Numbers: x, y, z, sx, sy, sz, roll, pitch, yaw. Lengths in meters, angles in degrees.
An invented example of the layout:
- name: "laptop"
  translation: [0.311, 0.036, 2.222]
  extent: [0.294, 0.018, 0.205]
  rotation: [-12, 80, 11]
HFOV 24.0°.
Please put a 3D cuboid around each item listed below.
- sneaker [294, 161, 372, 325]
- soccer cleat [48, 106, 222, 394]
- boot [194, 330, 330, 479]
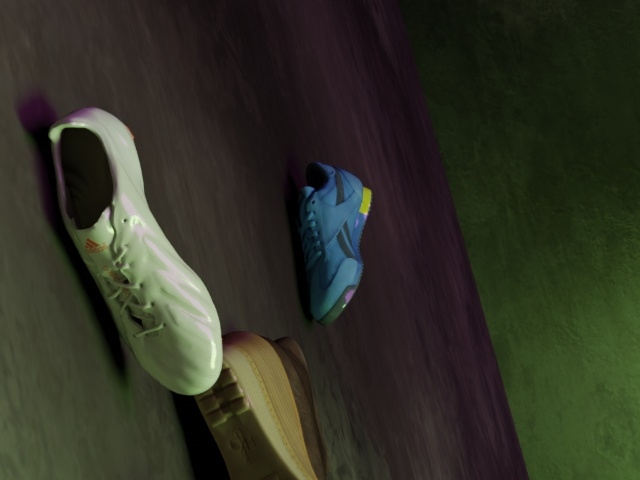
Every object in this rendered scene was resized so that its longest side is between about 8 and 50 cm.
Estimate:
- name: "sneaker"
  translation: [0.000, 0.000, 1.562]
  extent: [0.082, 0.069, 0.209]
  rotation: [32, 40, -21]
- name: "soccer cleat"
  translation: [-0.122, 0.010, 0.949]
  extent: [0.196, 0.068, 0.076]
  rotation: [67, 16, 2]
- name: "boot"
  translation: [-0.015, 0.185, 1.127]
  extent: [0.207, 0.090, 0.248]
  rotation: [11, 59, -75]
